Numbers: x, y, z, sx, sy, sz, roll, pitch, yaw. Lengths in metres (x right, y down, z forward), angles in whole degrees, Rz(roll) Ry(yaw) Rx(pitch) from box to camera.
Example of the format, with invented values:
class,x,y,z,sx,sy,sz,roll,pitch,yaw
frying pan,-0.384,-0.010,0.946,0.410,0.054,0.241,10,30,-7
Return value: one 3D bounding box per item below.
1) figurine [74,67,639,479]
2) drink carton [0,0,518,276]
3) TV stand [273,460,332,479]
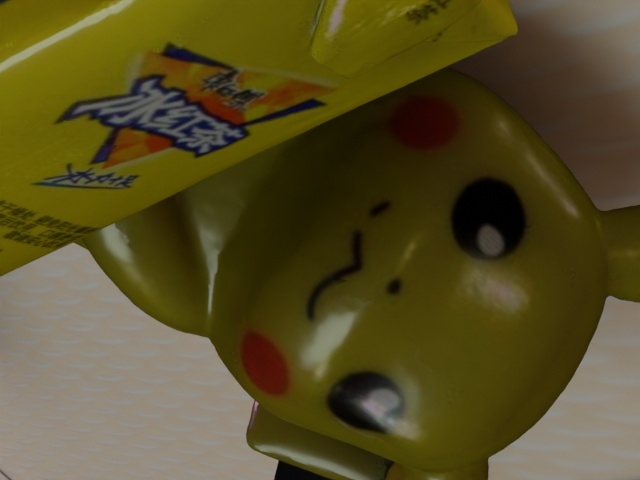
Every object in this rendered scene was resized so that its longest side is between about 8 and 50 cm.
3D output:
class,x,y,z,sx,sy,sz,roll,pitch,yaw
figurine,-0.006,-0.005,0.545,0.327,0.218,0.169,39,-169,18
drink carton,-0.125,-0.073,0.449,0.351,0.154,0.111,-23,156,23
TV stand,0.037,0.095,0.743,0.088,0.083,0.269,33,149,13
